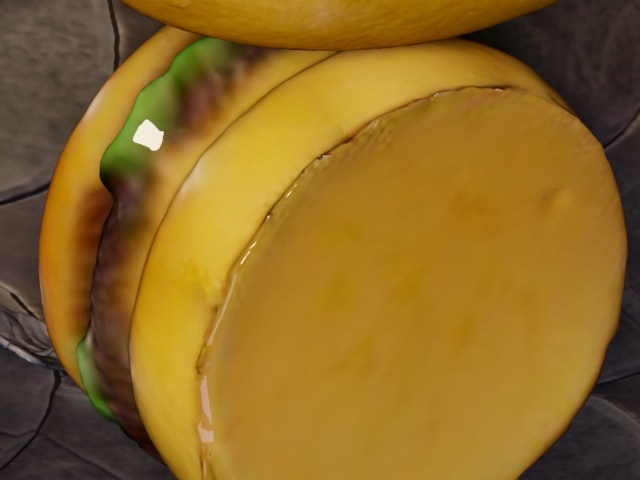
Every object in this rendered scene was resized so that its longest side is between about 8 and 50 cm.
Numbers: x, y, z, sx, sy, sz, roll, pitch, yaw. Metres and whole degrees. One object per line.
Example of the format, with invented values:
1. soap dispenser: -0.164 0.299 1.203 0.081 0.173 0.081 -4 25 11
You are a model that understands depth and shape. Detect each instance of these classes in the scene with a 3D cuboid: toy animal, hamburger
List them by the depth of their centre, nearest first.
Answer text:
1. hamburger: 0.000 0.000 1.227 0.395 0.277 0.396 -18 124 -29
2. toy animal: -0.177 0.095 1.446 0.255 0.239 0.176 -25 131 -56

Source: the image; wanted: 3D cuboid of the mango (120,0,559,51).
1. mango: 0.044 -0.251 1.022 0.445 0.232 0.300 -6 136 -21
